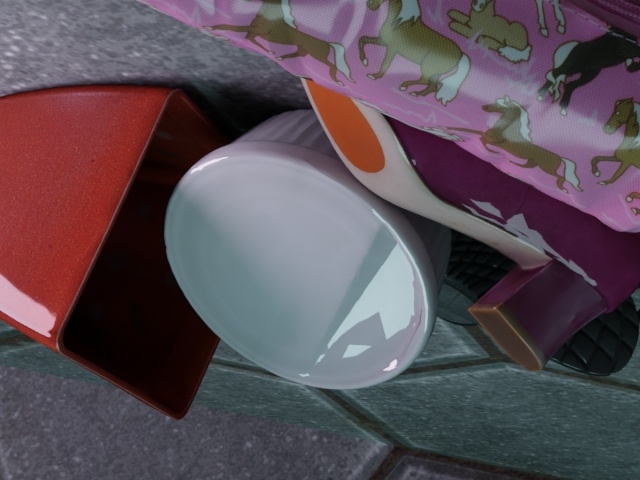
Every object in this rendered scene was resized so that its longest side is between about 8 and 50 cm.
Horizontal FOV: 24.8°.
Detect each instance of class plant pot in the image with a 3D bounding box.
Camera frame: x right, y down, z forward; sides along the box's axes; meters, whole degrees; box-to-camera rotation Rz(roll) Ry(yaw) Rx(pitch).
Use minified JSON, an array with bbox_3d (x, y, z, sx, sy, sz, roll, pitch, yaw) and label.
[{"bbox_3d":[-0.235,-0.008,1.470,0.235,0.267,0.267,17,166,27],"label":"plant pot"}]

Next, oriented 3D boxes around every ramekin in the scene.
[{"bbox_3d":[0.000,0.000,1.373,0.272,0.127,0.273,16,131,19],"label":"ramekin"}]

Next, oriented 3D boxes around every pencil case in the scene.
[{"bbox_3d":[0.075,-0.145,0.907,0.386,0.160,0.167,25,-168,-9],"label":"pencil case"}]

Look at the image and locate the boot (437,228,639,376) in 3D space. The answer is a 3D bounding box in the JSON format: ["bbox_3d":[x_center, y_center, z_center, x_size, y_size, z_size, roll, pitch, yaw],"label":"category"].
[{"bbox_3d":[0.178,0.048,1.539,0.338,0.118,0.223,32,169,16],"label":"boot"}]

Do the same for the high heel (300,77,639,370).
[{"bbox_3d":[0.133,-0.082,1.218,0.377,0.181,0.127,53,163,-19],"label":"high heel"}]

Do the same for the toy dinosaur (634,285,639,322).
[{"bbox_3d":[0.362,0.028,1.423,0.200,0.127,0.295,4,156,40],"label":"toy dinosaur"}]
